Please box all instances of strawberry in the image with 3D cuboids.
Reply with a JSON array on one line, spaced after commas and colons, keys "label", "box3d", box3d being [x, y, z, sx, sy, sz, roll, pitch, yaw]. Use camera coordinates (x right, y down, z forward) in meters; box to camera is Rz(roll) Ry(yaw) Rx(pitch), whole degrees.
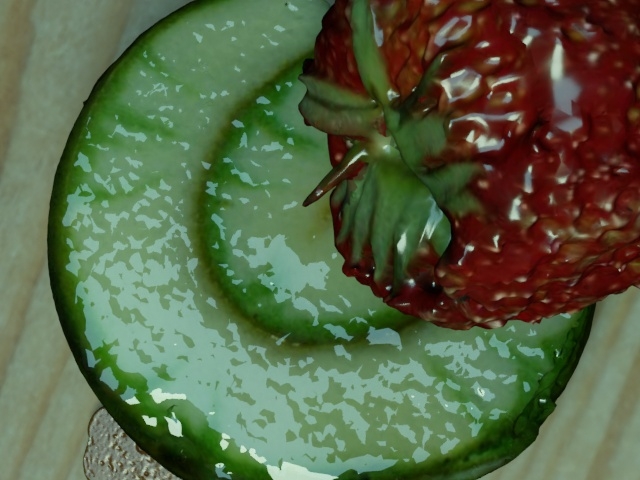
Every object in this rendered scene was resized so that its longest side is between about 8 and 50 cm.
[{"label": "strawberry", "box3d": [0.130, -0.070, 1.093, 0.257, 0.261, 0.261, -14, 84, -26]}]

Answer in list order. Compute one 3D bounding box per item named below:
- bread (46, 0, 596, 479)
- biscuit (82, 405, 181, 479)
[{"label": "bread", "box3d": [0.000, 0.000, 1.261, 0.366, 0.129, 0.382, -21, 81, -5]}, {"label": "biscuit", "box3d": [-0.121, 0.141, 1.345, 0.102, 0.019, 0.130, 0, 86, 8]}]
